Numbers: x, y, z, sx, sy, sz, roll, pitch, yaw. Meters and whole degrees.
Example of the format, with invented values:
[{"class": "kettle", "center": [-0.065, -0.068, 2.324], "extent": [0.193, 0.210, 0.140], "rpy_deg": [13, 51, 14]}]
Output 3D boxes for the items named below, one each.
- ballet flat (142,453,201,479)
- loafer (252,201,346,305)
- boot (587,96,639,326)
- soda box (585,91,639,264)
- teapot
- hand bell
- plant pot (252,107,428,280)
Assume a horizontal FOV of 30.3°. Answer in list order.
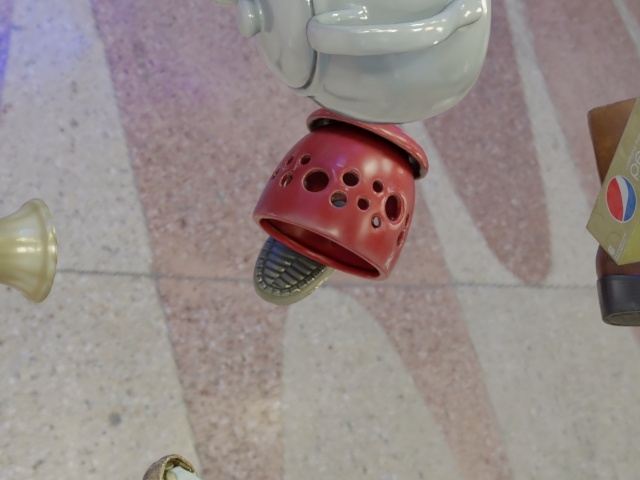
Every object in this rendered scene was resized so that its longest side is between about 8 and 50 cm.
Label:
[{"class": "ballet flat", "center": [-0.129, 0.325, 1.328], "extent": [0.073, 0.067, 0.206], "rpy_deg": [-23, 62, -45]}, {"class": "loafer", "center": [0.000, 0.000, 1.654], "extent": [0.102, 0.092, 0.268], "rpy_deg": [29, 58, 17]}, {"class": "boot", "center": [0.453, -0.041, 1.396], "extent": [0.096, 0.264, 0.280], "rpy_deg": [44, 46, -59]}, {"class": "soda box", "center": [0.313, -0.067, 1.107], "extent": [0.058, 0.181, 0.061], "rpy_deg": [-8, 43, -24]}, {"class": "teapot", "center": [0.019, -0.207, 1.026], "extent": [0.187, 0.256, 0.252], "rpy_deg": [-14, 69, -19]}, {"class": "hand bell", "center": [-0.437, 0.013, 1.345], "extent": [0.242, 0.126, 0.126], "rpy_deg": [-1, 68, -34]}, {"class": "plant pot", "center": [0.032, -0.063, 1.497], "extent": [0.191, 0.191, 0.174], "rpy_deg": [33, 74, -35]}]
